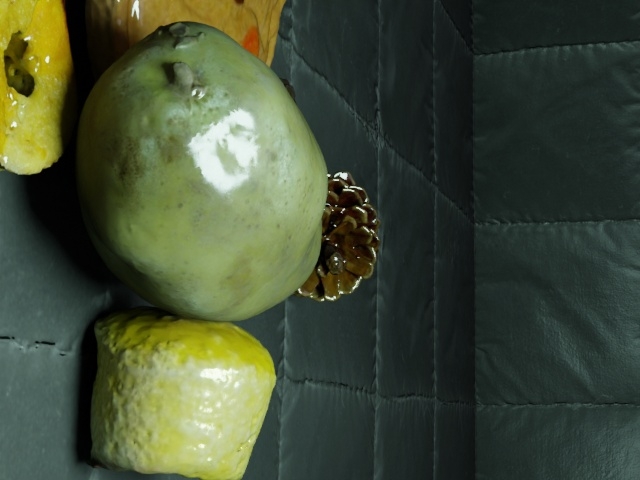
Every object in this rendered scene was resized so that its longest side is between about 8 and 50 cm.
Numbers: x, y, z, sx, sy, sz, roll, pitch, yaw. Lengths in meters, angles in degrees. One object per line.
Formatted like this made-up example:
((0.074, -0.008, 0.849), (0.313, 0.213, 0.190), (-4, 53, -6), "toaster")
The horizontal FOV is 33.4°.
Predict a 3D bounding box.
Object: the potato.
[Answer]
((-0.111, -0.051, 1.016), (0.243, 0.221, 0.326), (-67, 162, -10), "potato")

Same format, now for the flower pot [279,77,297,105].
((-0.081, -0.116, 1.414), (0.179, 0.084, 0.251), (68, 28, -44), "flower pot")

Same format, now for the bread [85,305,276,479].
((-0.143, 0.153, 1.079), (0.197, 0.197, 0.170), (24, 78, -69), "bread")

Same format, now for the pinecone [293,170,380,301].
((-0.002, 0.001, 1.505), (0.185, 0.169, 0.212), (60, 17, -27), "pinecone")

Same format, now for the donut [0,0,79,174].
((-0.272, -0.148, 0.882), (0.174, 0.075, 0.190), (-70, 155, -50), "donut")

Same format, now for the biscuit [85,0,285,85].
((-0.123, -0.284, 1.192), (0.455, 0.078, 0.350), (-70, 154, -19), "biscuit")
